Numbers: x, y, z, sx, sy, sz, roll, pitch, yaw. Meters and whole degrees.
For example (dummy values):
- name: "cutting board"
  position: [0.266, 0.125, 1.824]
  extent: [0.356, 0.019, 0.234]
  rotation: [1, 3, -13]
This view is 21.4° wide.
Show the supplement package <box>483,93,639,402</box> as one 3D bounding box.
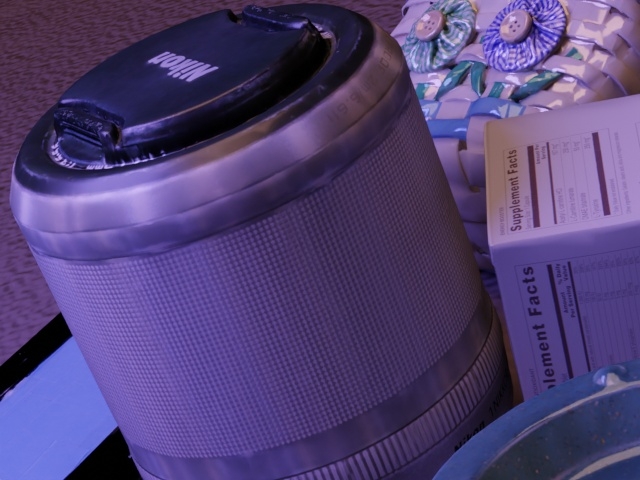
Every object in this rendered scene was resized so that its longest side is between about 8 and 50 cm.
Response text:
- name: "supplement package"
  position: [0.217, 0.002, 0.891]
  extent: [0.244, 0.139, 0.134]
  rotation: [-9, 31, 10]

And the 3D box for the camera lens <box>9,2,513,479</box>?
- name: "camera lens"
  position: [-0.026, 0.025, 0.921]
  extent: [0.219, 0.274, 0.219]
  rotation: [-18, 25, 9]

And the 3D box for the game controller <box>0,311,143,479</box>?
- name: "game controller"
  position: [-0.164, 0.120, 1.090]
  extent: [0.166, 0.067, 0.319]
  rotation: [0, 34, 40]

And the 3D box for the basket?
- name: "basket"
  position: [0.177, -0.116, 1.122]
  extent: [0.254, 0.201, 0.289]
  rotation: [5, 46, 46]

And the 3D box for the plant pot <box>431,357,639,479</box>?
- name: "plant pot"
  position: [0.139, 0.164, 0.603]
  extent: [0.293, 0.196, 0.293]
  rotation: [-18, 25, 8]
